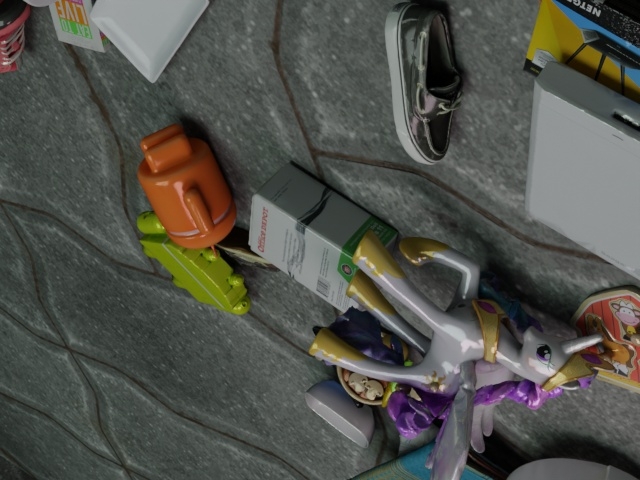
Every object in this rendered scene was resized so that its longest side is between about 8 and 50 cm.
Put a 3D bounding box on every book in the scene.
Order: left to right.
[{"bbox_3d":[-0.382,-0.370,1.842,0.096,0.035,0.144,21,141,27],"label":"book"}]

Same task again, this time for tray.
[{"bbox_3d":[-0.247,-0.342,1.712,0.145,0.030,0.270,47,149,-4],"label":"tray"}]

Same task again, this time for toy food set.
[{"bbox_3d":[0.084,0.204,1.907,0.192,0.038,0.132,37,106,13],"label":"toy food set"}]

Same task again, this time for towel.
[{"bbox_3d":[0.224,0.442,2.015,0.271,0.040,0.370,32,149,-12],"label":"towel"}]

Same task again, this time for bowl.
[{"bbox_3d":[0.043,0.305,2.105,0.142,0.053,0.142,36,166,14],"label":"bowl"}]

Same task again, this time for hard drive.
[{"bbox_3d":[0.321,-0.060,1.286,0.203,0.040,0.307,33,164,19],"label":"hard drive"}]

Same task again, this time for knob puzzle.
[{"bbox_3d":[0.405,0.137,1.523,0.213,0.030,0.213,31,147,23],"label":"knob puzzle"}]

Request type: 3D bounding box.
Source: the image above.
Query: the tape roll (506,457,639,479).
[{"bbox_3d":[0.400,0.452,1.776,0.286,0.100,0.286,17,140,15],"label":"tape roll"}]

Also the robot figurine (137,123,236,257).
[{"bbox_3d":[-0.213,-0.079,1.899,0.158,0.128,0.219,6,132,38],"label":"robot figurine"}]

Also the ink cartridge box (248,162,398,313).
[{"bbox_3d":[0.000,0.000,1.777,0.208,0.087,0.153,34,148,15],"label":"ink cartridge box"}]

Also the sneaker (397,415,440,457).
[{"bbox_3d":[0.164,0.349,2.042,0.083,0.071,0.190,53,148,12],"label":"sneaker"}]

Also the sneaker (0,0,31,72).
[{"bbox_3d":[-0.541,-0.353,1.996,0.136,0.116,0.314,48,158,-25],"label":"sneaker"}]

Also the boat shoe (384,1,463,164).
[{"bbox_3d":[0.132,-0.180,1.416,0.070,0.078,0.219,19,139,38],"label":"boat shoe"}]

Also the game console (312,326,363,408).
[{"bbox_3d":[0.028,0.219,2.030,0.071,0.107,0.122,-16,120,24],"label":"game console"}]

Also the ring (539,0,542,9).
[{"bbox_3d":[0.369,-0.201,1.157,0.336,0.032,0.336,31,147,23],"label":"ring"}]

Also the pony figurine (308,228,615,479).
[{"bbox_3d":[0.177,0.177,1.615,0.363,0.303,0.351,30,126,8],"label":"pony figurine"}]

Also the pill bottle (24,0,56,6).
[{"bbox_3d":[-0.498,-0.479,1.689,0.334,0.188,0.188,35,148,16],"label":"pill bottle"}]

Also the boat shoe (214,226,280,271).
[{"bbox_3d":[-0.129,0.018,1.982,0.152,0.056,0.049,22,138,32],"label":"boat shoe"}]

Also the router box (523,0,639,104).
[{"bbox_3d":[0.301,-0.186,1.178,0.179,0.046,0.133,33,148,19],"label":"router box"}]

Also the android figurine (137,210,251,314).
[{"bbox_3d":[-0.222,0.043,2.080,0.248,0.056,0.273,48,160,-20],"label":"android figurine"}]
